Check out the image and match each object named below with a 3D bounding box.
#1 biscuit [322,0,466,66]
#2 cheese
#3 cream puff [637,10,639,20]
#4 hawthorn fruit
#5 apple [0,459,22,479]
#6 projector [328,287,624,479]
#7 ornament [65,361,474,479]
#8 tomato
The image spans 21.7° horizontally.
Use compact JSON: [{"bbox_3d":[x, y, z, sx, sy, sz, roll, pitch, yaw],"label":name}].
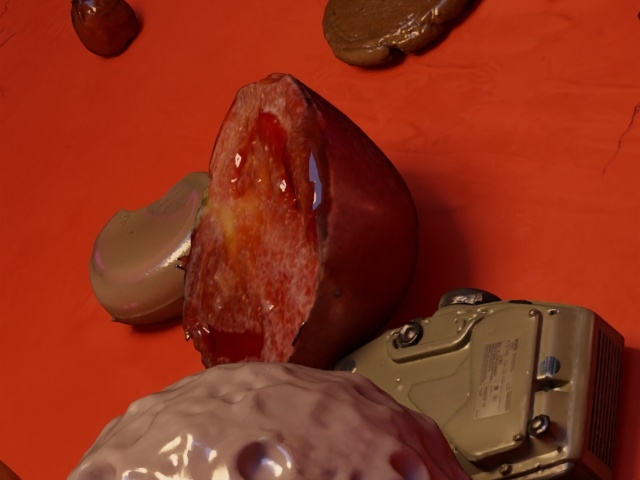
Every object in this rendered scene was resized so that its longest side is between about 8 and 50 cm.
[{"bbox_3d":[0.095,-0.277,1.814,0.226,0.042,0.226,-26,39,24],"label":"biscuit"},{"bbox_3d":[-0.115,-0.016,1.748,0.286,0.082,0.163,-30,39,18],"label":"cheese"},{"bbox_3d":[0.406,-0.213,1.261,0.350,0.229,0.350,-35,14,10],"label":"cream puff"},{"bbox_3d":[-0.288,-0.291,2.186,0.081,0.093,0.081,-28,37,24],"label":"hawthorn fruit"},{"bbox_3d":[-0.365,0.300,1.556,0.242,0.242,0.241,-48,28,-2],"label":"apple"},{"bbox_3d":[0.111,0.132,1.352,0.269,0.088,0.194,-17,47,36],"label":"projector"},{"bbox_3d":[-0.039,0.243,1.184,0.337,0.337,0.337,-28,39,25],"label":"ornament"},{"bbox_3d":[0.003,0.000,1.527,0.309,0.170,0.309,-22,64,57],"label":"tomato"}]
